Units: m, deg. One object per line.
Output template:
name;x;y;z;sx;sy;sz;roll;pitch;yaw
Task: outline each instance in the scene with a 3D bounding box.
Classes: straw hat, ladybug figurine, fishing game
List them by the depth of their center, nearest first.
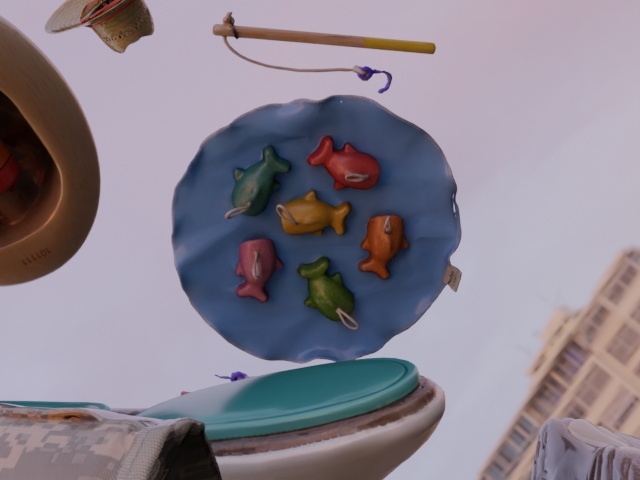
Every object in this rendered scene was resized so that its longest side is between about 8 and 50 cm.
fishing game;0.000;0.000;0.770;0.041;0.189;0.264;-107;27;-70
straw hat;-0.194;-0.216;1.195;0.144;0.144;0.061;-42;-62;-15
ladybug figurine;-0.447;-0.139;1.505;0.305;0.162;0.449;-26;-50;-2

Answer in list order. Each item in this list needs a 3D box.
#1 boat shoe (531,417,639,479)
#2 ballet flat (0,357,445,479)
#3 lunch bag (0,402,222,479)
boat shoe;0.198;0.169;0.641;0.355;0.130;0.132;-93;11;-83
ballet flat;-0.105;0.150;0.714;0.139;0.400;0.139;33;-127;-58
lunch bag;-0.165;0.203;0.501;0.169;0.235;0.287;12;-103;-68
